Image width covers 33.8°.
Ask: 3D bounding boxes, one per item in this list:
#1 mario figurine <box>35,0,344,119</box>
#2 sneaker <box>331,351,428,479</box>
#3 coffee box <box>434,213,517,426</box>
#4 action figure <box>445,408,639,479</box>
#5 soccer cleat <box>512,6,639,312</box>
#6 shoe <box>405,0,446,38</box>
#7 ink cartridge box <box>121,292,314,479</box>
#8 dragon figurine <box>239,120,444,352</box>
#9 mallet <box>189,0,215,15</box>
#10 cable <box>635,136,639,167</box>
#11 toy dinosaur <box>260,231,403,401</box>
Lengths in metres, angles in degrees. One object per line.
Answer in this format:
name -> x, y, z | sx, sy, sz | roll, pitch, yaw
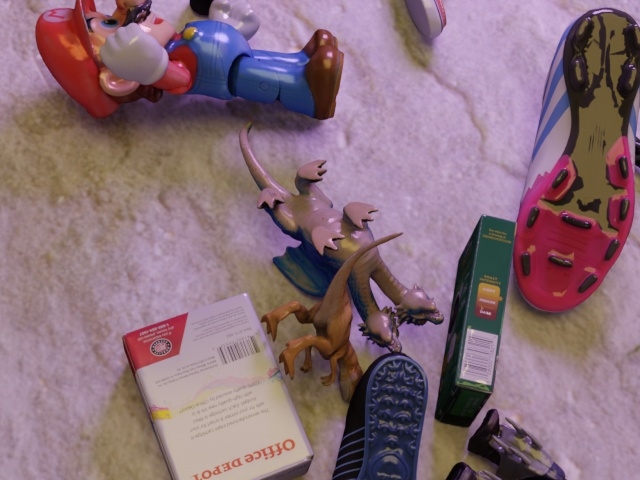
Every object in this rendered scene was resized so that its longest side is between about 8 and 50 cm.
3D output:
mario figurine -> -0.136, -0.216, 1.110 | 0.321, 0.198, 0.170 | 4, 77, -9
sneaker -> 0.052, 0.219, 0.985 | 0.081, 0.090, 0.232 | 16, 85, 0
coffee box -> 0.153, 0.079, 1.038 | 0.040, 0.113, 0.184 | 12, 62, 1
action figure -> 0.251, 0.275, 0.964 | 0.285, 0.099, 0.185 | 33, 60, 6
soccer cleat -> 0.283, -0.083, 1.137 | 0.116, 0.143, 0.331 | 13, 87, 6
shoe -> 0.136, -0.322, 1.254 | 0.081, 0.063, 0.178 | -15, 63, -7
ink cartridge box -> -0.098, 0.156, 0.995 | 0.127, 0.072, 0.175 | -18, 68, -14
dragon figurine -> 0.000, 0.000, 1.073 | 0.085, 0.144, 0.289 | -40, 55, -20
mallet -> -0.086, -0.341, 1.241 | 0.039, 0.062, 0.189 | 37, 66, 10
cable -> 0.397, -0.150, 1.216 | 0.151, 0.047, 0.184 | 2, 62, -10
toy dinosaur -> 0.008, 0.069, 0.984 | 0.112, 0.211, 0.064 | -19, 47, -21
